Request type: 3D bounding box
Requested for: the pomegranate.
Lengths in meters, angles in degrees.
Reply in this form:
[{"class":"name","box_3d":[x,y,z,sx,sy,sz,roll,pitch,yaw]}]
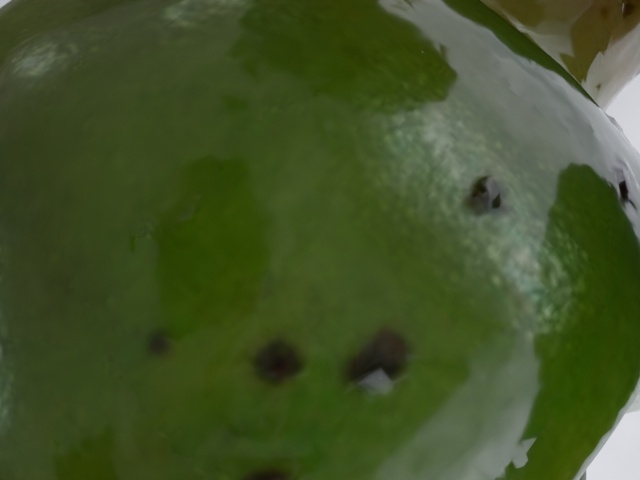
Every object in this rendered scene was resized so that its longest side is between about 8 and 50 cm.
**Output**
[{"class":"pomegranate","box_3d":[0.000,0.000,0.518,0.260,0.260,0.340,12,-114,49]}]
